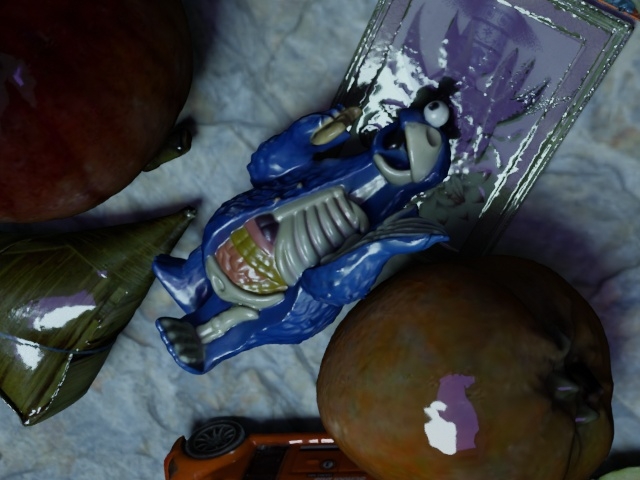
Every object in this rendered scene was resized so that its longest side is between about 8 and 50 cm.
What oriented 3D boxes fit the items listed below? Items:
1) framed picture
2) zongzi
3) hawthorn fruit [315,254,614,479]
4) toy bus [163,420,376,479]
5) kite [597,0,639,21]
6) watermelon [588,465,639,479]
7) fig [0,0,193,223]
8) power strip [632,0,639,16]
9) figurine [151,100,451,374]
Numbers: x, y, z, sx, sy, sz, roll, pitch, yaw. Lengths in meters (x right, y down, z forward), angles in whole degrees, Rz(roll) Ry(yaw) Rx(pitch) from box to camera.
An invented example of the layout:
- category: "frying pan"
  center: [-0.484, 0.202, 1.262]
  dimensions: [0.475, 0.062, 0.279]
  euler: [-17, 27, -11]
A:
- category: "framed picture"
  center: [0.096, -0.093, 0.513]
  dimensions: [0.173, 0.010, 0.231]
  euler: [27, 114, 3]
- category: "zongzi"
  center: [-0.257, 0.010, 0.590]
  dimensions: [0.221, 0.112, 0.242]
  euler: [36, 104, 1]
- category: "hawthorn fruit"
  center: [0.083, 0.105, 0.506]
  dimensions: [0.251, 0.199, 0.199]
  euler: [-10, 110, 48]
- category: "toy bus"
  center: [0.009, 0.251, 0.586]
  dimensions: [0.329, 0.153, 0.143]
  euler: [-5, 110, 15]
- category: "kite"
  center: [0.253, -0.210, 0.432]
  dimensions: [0.321, 0.016, 0.233]
  euler: [-17, 107, 20]
- category: "watermelon"
  center: [0.278, 0.259, 0.556]
  dimensions: [0.125, 0.094, 0.135]
  euler: [9, 116, 2]
- category: "fig"
  center: [-0.206, -0.116, 0.472]
  dimensions: [0.235, 0.235, 0.214]
  euler: [27, 151, 3]
- category: "power strip"
  center: [0.295, -0.184, 0.388]
  dimensions: [0.213, 0.064, 0.198]
  euler: [-34, 102, 22]
- category: "figurine"
  center: [-0.006, -0.002, 0.500]
  dimensions: [0.262, 0.164, 0.121]
  euler: [-27, 141, 24]
